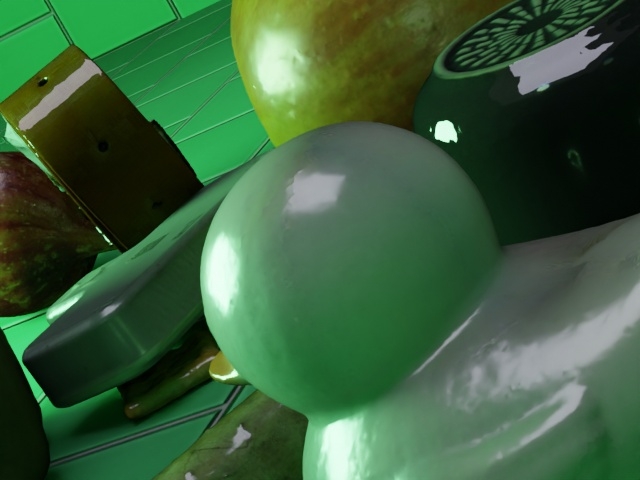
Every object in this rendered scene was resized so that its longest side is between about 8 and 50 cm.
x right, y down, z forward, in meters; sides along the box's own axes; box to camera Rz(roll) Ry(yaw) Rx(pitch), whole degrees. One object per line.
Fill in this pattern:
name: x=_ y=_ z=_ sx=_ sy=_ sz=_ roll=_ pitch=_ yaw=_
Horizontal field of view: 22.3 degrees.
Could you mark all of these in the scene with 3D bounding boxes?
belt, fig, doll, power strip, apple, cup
belt: x=-0.182 y=-0.066 z=1.407 sx=0.105 sy=0.184 sz=0.261 roll=-44 pitch=-18 yaw=-4
fig: x=-0.271 y=-0.006 z=1.559 sx=0.207 sy=0.175 sz=0.175 roll=6 pitch=33 yaw=32
doll: x=0.061 y=0.035 z=0.710 sx=0.251 sy=0.221 sz=0.221 roll=-19 pitch=18 yaw=32
power strip: x=-0.132 y=0.036 z=1.257 sx=0.194 sy=0.059 sz=0.265 roll=-25 pitch=15 yaw=42
apple: x=0.066 y=-0.147 z=1.167 sx=0.233 sy=0.286 sz=0.286 roll=-33 pitch=14 yaw=16
cup: x=0.164 y=-0.041 z=0.832 sx=0.169 sy=0.176 sz=0.223 roll=-35 pitch=19 yaw=-29

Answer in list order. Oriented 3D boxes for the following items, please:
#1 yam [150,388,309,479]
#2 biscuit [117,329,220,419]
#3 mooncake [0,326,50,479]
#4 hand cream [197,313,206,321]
yam: x=-0.103 y=0.175 z=0.796 sx=0.371 sy=0.083 sz=0.083 roll=-39 pitch=18 yaw=-29
biscuit: x=-0.109 y=0.096 z=1.176 sx=0.081 sy=0.018 sz=0.083 roll=-30 pitch=16 yaw=-4
mooncake: x=-0.371 y=0.162 z=1.122 sx=0.378 sy=0.200 sz=0.378 roll=-31 pitch=16 yaw=10
hand cream: x=-0.078 y=0.012 z=1.373 sx=0.052 sy=0.038 sz=0.216 roll=-52 pitch=7 yaw=30
